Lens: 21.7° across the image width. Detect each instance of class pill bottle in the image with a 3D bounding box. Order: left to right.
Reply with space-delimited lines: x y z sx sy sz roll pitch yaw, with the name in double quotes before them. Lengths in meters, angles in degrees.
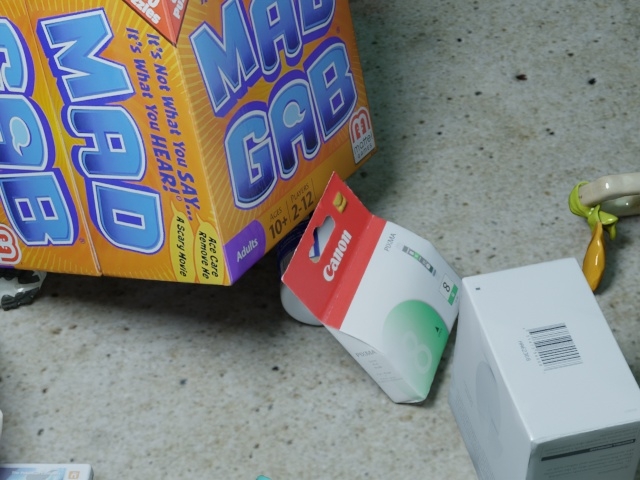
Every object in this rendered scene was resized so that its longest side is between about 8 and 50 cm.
"pill bottle" 0.000 0.000 2.032 0.112 0.112 0.187 -4 49 -3

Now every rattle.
"rattle" 0.415 -0.018 2.078 0.199 0.130 0.143 5 55 -32

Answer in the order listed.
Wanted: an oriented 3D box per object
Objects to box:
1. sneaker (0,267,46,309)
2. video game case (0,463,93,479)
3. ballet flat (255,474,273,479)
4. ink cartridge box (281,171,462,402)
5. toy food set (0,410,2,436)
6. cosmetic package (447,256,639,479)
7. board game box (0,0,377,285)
"sneaker" -0.474 0.019 2.038 0.279 0.107 0.118 6 39 -7
"video game case" -0.358 0.314 1.790 0.201 0.023 0.183 -1 42 7
"ballet flat" 0.092 0.396 1.678 0.482 0.164 0.182 18 72 22
"ink cartridge box" 0.069 0.051 1.928 0.056 0.225 0.181 -14 38 39
"toy food set" -0.520 0.208 1.775 0.306 0.092 0.219 -16 23 -32
"cosmetic package" 0.240 0.181 1.797 0.138 0.225 0.224 -10 50 -12
"board game box" -0.196 -0.194 1.925 0.356 0.357 0.356 4 29 30
